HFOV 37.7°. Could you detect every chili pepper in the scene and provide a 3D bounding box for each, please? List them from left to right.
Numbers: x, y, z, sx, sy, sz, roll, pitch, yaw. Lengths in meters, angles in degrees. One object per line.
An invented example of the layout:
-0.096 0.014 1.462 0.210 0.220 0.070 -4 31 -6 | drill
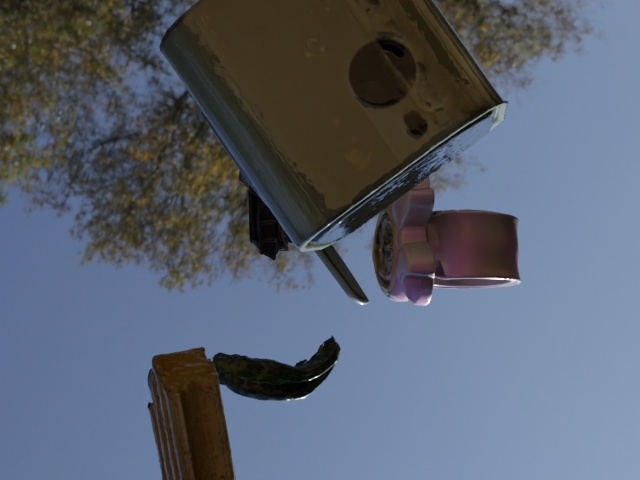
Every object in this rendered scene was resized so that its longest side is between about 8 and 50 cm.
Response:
-0.099 0.220 1.620 0.279 0.065 0.122 0 -147 -6 | chili pepper

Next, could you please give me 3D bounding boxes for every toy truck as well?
-0.081 -0.069 1.542 0.092 0.192 0.083 -5 -163 -16 | toy truck

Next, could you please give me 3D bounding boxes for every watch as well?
0.203 0.001 1.429 0.218 0.248 0.210 1 -100 -11 | watch

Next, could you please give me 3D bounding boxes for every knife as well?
0.000 -0.001 1.668 0.343 0.027 0.061 54 -156 -27 | knife

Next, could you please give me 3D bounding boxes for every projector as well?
0.020 -0.157 0.967 0.249 0.249 0.248 56 -172 5 | projector

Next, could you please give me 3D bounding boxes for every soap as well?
-0.174 0.277 1.263 0.080 0.160 0.257 -7 -99 -24 | soap
